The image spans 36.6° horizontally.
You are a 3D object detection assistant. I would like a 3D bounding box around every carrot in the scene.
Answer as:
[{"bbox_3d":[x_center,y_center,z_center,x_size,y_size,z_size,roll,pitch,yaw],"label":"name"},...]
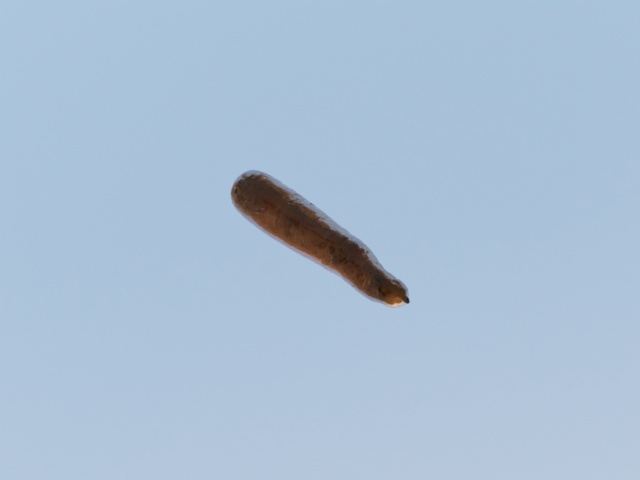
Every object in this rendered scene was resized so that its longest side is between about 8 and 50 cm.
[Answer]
[{"bbox_3d":[0.000,0.000,0.981,0.248,0.059,0.059,35,-90,29],"label":"carrot"}]
